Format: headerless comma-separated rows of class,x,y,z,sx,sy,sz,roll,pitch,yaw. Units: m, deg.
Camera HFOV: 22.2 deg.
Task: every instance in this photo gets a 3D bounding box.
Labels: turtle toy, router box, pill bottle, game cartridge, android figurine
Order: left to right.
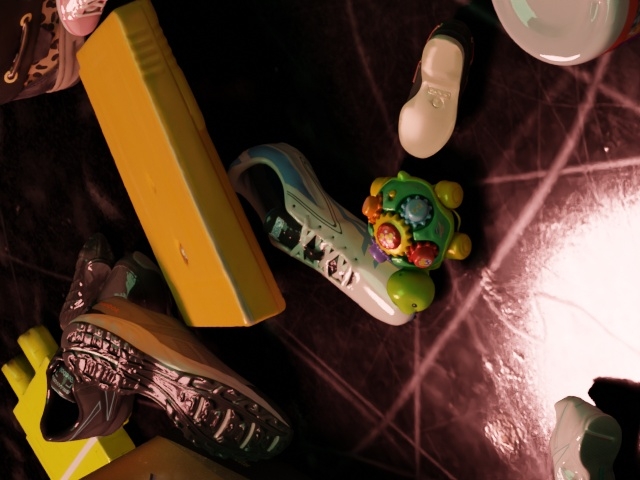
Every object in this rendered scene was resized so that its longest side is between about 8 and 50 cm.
android figurine,-0.310,0.245,2.088,0.273,0.056,0.248,54,142,14
game cartridge,-0.149,-0.067,1.650,0.324,0.052,0.285,68,164,-4
router box,-0.118,0.323,1.750,0.308,0.243,0.081,24,128,40
turtle toy,0.080,0.001,1.462,0.095,0.066,0.130,5,113,40
pill bottle,0.212,-0.194,1.094,0.108,0.193,0.108,27,130,38

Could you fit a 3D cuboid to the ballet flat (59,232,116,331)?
ballet flat,-0.274,0.060,1.958,0.173,0.057,0.049,117,159,-46

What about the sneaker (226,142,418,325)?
sneaker,0.000,0.000,1.552,0.237,0.086,0.085,45,137,22

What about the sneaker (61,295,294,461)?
sneaker,-0.143,0.142,1.781,0.271,0.108,0.100,31,125,3

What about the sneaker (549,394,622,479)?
sneaker,0.229,0.201,1.431,0.061,0.053,0.152,-134,37,-51

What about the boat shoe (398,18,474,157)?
boat shoe,0.101,-0.128,1.395,0.049,0.042,0.133,22,132,10

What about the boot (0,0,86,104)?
boot,-0.396,-0.280,1.684,0.138,0.284,0.377,32,138,36

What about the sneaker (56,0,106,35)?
sneaker,-0.237,-0.264,1.708,0.070,0.051,0.134,40,133,36

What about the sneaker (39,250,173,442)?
sneaker,-0.250,0.134,1.889,0.101,0.106,0.267,37,123,27
